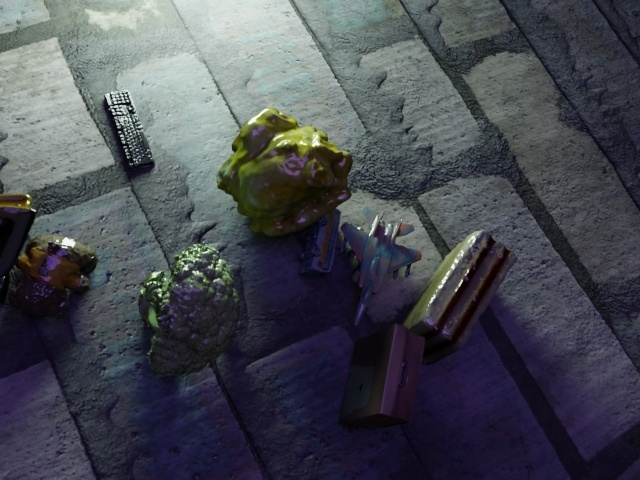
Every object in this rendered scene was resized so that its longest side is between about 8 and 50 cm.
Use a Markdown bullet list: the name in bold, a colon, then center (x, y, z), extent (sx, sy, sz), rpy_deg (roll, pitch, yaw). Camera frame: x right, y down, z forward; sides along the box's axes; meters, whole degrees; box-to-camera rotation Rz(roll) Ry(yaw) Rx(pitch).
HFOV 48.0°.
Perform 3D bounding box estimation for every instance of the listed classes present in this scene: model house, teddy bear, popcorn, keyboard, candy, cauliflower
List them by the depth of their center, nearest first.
- **model house**: center (-0.761, -0.031, 1.576), extent (0.268, 0.239, 0.173), rpy_deg (2, 112, -19)
- **teddy bear**: center (-0.608, 0.079, 1.615), extent (0.177, 0.140, 0.190), rpy_deg (18, 74, -9)
- **cauliflower**: center (-0.316, 0.144, 1.619), extent (0.250, 0.272, 0.275), rpy_deg (16, 45, 26)
- **popcorn**: center (-0.079, -0.164, 1.767), extent (0.312, 0.312, 0.312), rpy_deg (5, 67, -12)
- **candy**: center (0.334, 0.141, 1.793), extent (0.135, 0.179, 0.321), rpy_deg (39, 65, 2)
- **keyboard**: center (-0.492, -0.288, 1.849), extent (0.072, 0.023, 0.231), rpy_deg (-16, 73, -22)

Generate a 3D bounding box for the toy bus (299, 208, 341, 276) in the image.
- **toy bus**: center (0.000, 0.000, 1.829), extent (0.075, 0.064, 0.190), rpy_deg (24, 63, -29)

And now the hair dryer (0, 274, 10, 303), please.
- **hair dryer**: center (-0.770, 0.166, 1.579), extent (0.124, 0.071, 0.219), rpy_deg (8, 75, -9)

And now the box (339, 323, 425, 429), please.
- **box**: center (0.142, 0.319, 1.655), extent (0.086, 0.215, 0.215), rpy_deg (21, 64, -17)

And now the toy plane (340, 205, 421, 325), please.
- **toy plane**: center (0.131, 0.071, 1.814), extent (0.223, 0.104, 0.326), rpy_deg (22, 69, -4)
